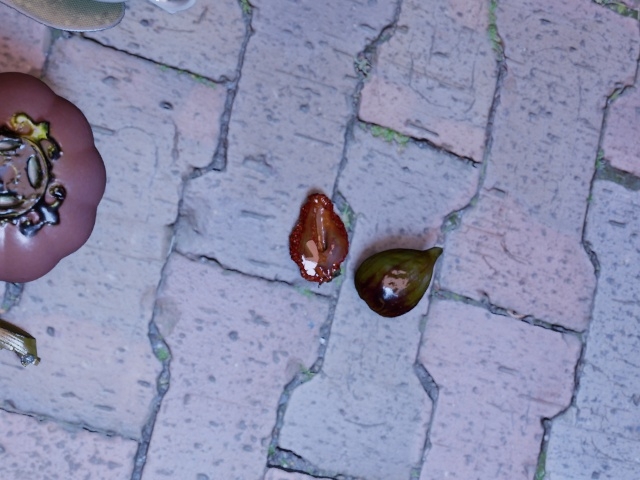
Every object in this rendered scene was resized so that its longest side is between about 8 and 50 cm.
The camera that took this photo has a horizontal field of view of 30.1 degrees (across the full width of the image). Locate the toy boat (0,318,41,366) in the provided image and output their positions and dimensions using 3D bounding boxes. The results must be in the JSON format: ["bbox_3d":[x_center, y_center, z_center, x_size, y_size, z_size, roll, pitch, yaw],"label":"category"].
[{"bbox_3d":[-0.476,0.142,1.741,0.149,0.047,0.049,26,95,-14],"label":"toy boat"}]

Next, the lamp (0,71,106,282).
[{"bbox_3d":[-0.446,-0.088,1.648,0.305,0.239,0.305,0,90,-20],"label":"lamp"}]

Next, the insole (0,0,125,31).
[{"bbox_3d":[-0.446,-0.390,1.772,0.322,0.007,0.109,19,84,-18],"label":"insole"}]

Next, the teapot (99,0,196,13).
[{"bbox_3d":[-0.308,-0.434,1.750,0.300,0.166,0.208,36,50,-23],"label":"teapot"}]

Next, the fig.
[{"bbox_3d":[0.132,0.054,1.916,0.155,0.103,0.109,-42,125,-6],"label":"fig"}]

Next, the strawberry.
[{"bbox_3d":[0.001,0.000,1.901,0.104,0.048,0.152,-7,95,-22],"label":"strawberry"}]
